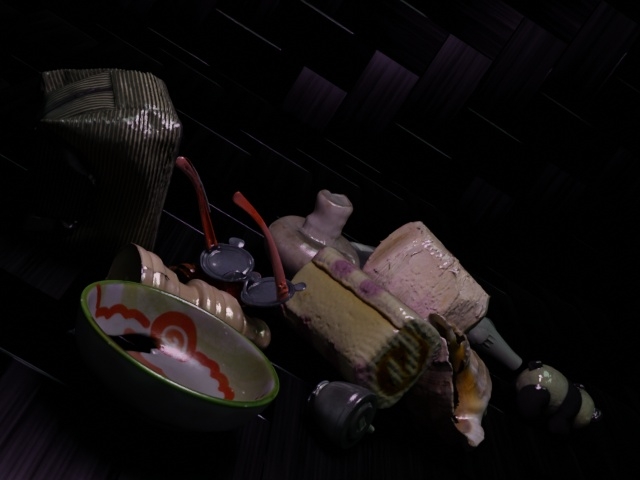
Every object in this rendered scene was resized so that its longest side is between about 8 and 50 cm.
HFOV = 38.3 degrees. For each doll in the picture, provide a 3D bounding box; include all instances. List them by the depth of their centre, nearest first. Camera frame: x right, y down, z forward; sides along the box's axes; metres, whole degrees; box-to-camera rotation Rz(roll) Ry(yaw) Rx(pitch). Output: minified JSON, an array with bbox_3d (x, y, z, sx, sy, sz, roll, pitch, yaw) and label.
[{"bbox_3d":[0.574,0.395,2.265,0.234,0.135,0.143,33,19,-16],"label":"doll"}]

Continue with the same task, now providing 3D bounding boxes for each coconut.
[{"bbox_3d":[0.224,0.126,2.144,0.297,0.254,0.297,49,5,-6],"label":"coconut"}]

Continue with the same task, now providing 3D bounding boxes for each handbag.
[{"bbox_3d":[-0.401,-0.136,1.642,0.240,0.340,0.247,5,34,-23],"label":"handbag"}]

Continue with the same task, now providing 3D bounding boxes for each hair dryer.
[{"bbox_3d":[0.454,0.260,2.530,0.229,0.092,0.267,43,8,4],"label":"hair dryer"}]

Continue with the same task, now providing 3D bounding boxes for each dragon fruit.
[{"bbox_3d":[-0.209,0.089,1.780,0.191,0.094,0.094,13,16,6],"label":"dragon fruit"}]

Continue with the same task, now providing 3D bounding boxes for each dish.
[{"bbox_3d":[-0.231,0.195,1.372,0.324,0.124,0.324,28,12,-6],"label":"dish"}]

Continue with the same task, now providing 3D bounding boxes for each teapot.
[{"bbox_3d":[0.040,0.292,1.619,0.108,0.111,0.149,28,18,29],"label":"teapot"}]

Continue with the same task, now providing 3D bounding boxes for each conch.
[{"bbox_3d":[0.235,0.290,1.840,0.324,0.186,0.263,53,16,-38],"label":"conch"}]

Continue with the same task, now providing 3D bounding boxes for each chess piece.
[{"bbox_3d":[-0.219,0.119,1.627,0.307,0.124,0.139,27,-11,-34],"label":"chess piece"}]

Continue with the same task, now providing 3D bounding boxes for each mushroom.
[{"bbox_3d":[0.000,0.000,2.131,0.244,0.243,0.243,31,17,-11],"label":"mushroom"}]

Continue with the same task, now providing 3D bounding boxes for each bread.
[{"bbox_3d":[0.068,0.163,1.776,0.155,0.187,0.338,49,-8,-38],"label":"bread"}]

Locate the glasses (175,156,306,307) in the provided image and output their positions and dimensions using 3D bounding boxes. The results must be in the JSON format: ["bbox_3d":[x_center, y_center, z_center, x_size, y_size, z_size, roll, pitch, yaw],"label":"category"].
[{"bbox_3d":[-0.142,-0.023,1.649,0.118,0.268,0.234,-30,43,-28],"label":"glasses"}]

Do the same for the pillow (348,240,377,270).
[{"bbox_3d":[0.133,0.074,2.370,0.250,0.106,0.186,14,25,-38],"label":"pillow"}]

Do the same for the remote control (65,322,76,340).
[{"bbox_3d":[-0.365,0.137,1.454,0.039,0.014,0.096,35,18,4],"label":"remote control"}]
